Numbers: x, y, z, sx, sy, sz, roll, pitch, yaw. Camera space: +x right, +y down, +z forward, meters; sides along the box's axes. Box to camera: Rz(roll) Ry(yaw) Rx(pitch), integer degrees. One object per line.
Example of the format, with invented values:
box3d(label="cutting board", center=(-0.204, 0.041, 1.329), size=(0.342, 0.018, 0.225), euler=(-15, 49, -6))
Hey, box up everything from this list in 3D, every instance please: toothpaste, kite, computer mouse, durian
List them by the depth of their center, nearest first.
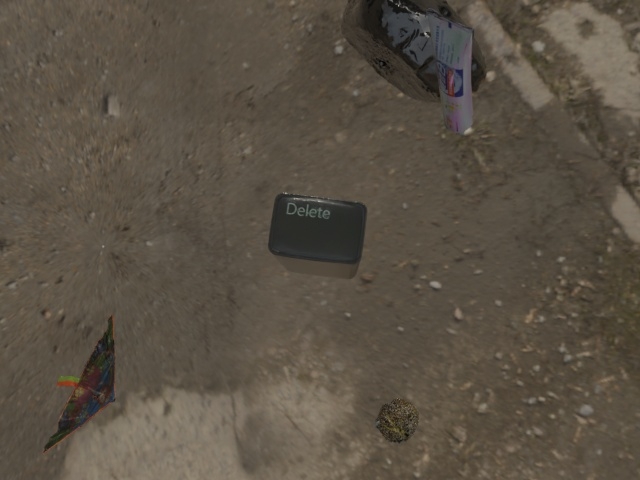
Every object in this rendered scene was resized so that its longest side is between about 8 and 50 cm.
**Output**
box3d(label="toothpaste", center=(0.117, -0.140, 0.736), size=(0.045, 0.170, 0.028), euler=(35, 78, 23))
box3d(label="kite", center=(-0.289, 0.182, 1.044), size=(0.010, 0.159, 0.190), euler=(36, 73, -37))
box3d(label="computer mouse", center=(0.118, -0.263, 1.081), size=(0.183, 0.323, 0.116), euler=(36, 97, -12))
box3d(label="durian", center=(0.133, 0.306, 1.465), size=(0.080, 0.091, 0.080), euler=(4, 129, 5))

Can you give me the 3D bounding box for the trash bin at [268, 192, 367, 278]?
box3d(label="trash bin", center=(0.000, 0.000, 1.578), size=(0.165, 0.225, 0.115), euler=(6, 79, 4))
